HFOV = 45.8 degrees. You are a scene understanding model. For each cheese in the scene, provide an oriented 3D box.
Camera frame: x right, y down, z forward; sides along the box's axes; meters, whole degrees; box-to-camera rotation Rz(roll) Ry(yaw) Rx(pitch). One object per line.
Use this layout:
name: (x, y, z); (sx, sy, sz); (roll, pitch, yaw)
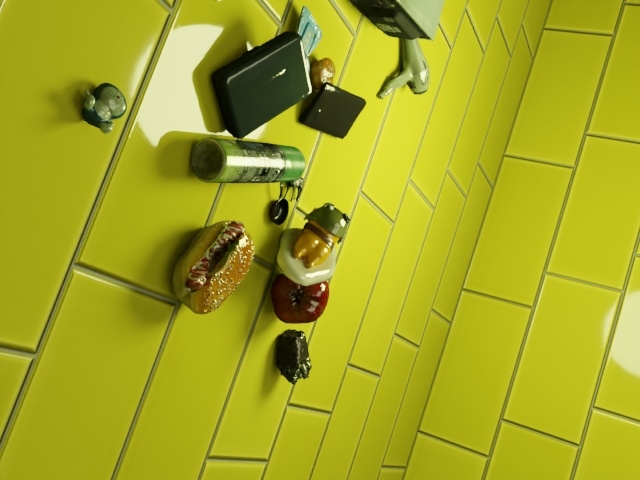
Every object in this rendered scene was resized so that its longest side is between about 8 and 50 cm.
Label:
cheese: (-0.060, -0.413, 1.761); (0.245, 0.052, 0.135); (-68, 153, -13)

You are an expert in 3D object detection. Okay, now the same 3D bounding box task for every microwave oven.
microwave oven: (0.196, -0.678, 1.973); (0.295, 0.181, 0.237); (15, 92, -63)

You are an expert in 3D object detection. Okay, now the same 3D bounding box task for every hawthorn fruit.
hawthorn fruit: (-0.047, 0.139, 1.980); (0.203, 0.162, 0.162); (11, 93, -81)

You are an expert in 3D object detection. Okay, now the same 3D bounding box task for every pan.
pan: (-0.103, -0.094, 1.863); (0.068, 0.023, 0.115); (-37, 137, -50)

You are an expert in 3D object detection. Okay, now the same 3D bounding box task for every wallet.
wallet: (0.039, -0.334, 1.966); (0.124, 0.025, 0.244); (-56, 156, 14)

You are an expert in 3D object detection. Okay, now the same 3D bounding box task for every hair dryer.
hair dryer: (0.246, -0.542, 2.279); (0.225, 0.088, 0.219); (-17, 112, -42)

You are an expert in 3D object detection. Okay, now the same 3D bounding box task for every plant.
plant: (-0.074, 0.316, 2.055); (0.094, 0.092, 0.143); (-37, 127, -60)

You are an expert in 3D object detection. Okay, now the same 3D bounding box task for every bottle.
bottle: (-0.148, -0.171, 1.667); (0.330, 0.093, 0.093); (-7, 109, -61)

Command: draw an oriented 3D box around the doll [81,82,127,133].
doll: (-0.366, -0.230, 1.277); (0.083, 0.050, 0.076); (-53, 127, -34)

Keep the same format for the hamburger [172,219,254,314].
hamburger: (-0.223, 0.057, 1.613); (0.210, 0.116, 0.173); (-57, 150, -31)

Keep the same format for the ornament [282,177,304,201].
ornament: (-0.061, -0.160, 1.910); (0.073, 0.028, 0.125); (-14, 117, -59)

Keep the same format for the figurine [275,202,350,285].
figurine: (0.000, 0.000, 1.888); (0.141, 0.166, 0.250); (-48, -173, 30)

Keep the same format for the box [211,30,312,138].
box: (-0.121, -0.334, 1.627); (0.230, 0.050, 0.160); (-38, 135, -28)

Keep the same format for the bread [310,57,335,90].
bread: (0.005, -0.413, 1.890); (0.081, 0.046, 0.083); (38, 70, -58)
